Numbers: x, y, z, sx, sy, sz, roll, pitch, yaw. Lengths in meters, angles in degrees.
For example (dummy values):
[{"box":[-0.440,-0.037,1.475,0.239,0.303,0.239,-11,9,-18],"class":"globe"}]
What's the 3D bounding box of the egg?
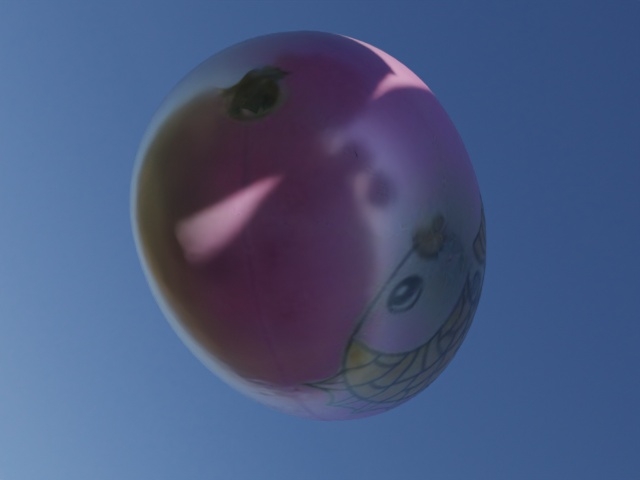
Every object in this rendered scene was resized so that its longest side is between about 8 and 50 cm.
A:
[{"box":[0.000,0.000,0.672,0.196,0.196,0.271,41,-5,23],"class":"egg"}]
